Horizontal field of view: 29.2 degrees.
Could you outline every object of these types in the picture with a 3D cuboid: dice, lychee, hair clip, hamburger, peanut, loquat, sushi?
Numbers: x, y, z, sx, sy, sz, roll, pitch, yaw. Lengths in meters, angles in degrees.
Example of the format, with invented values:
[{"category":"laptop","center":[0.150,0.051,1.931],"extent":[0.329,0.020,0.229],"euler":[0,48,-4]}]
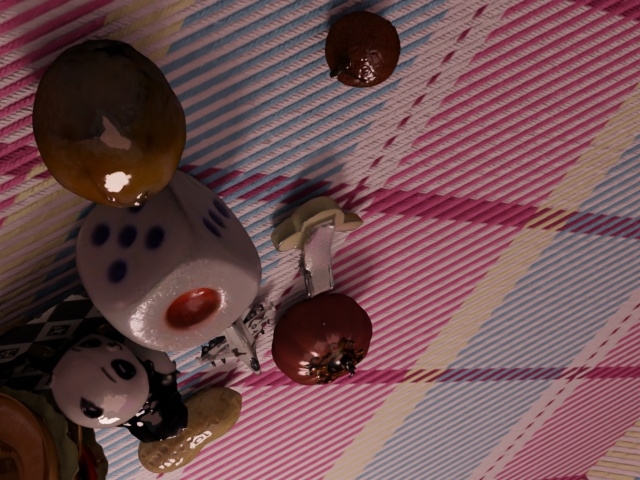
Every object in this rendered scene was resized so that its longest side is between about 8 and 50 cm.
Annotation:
[{"category":"dice","center":[-0.210,0.028,1.709],"extent":[0.194,0.192,0.193],"euler":[-43,143,14]},{"category":"lychee","center":[0.052,-0.254,1.629],"extent":[0.114,0.101,0.140],"euler":[-5,-175,41]},{"category":"hair clip","center":[0.002,-0.002,1.939],"extent":[0.159,0.071,0.218],"euler":[-26,151,-16]},{"category":"hamburger","center":[-0.442,0.352,1.811],"extent":[0.274,0.274,0.212],"euler":[-37,156,8]},{"category":"peanut","center":[-0.226,0.333,2.159],"extent":[0.214,0.090,0.098],"euler":[-38,133,10]},{"category":"loquat","center":[-0.257,-0.140,1.483],"extent":[0.179,0.179,0.227],"euler":[-29,143,-3]},{"category":"sushi","center":[-0.391,0.148,1.831],"extent":[0.292,0.059,0.294],"euler":[-33,155,20]}]

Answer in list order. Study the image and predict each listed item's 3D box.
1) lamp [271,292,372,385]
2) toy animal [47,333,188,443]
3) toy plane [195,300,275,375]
[{"category":"lamp","center":[0.006,0.176,2.101],"extent":[0.182,0.140,0.182],"euler":[-17,140,-14]},{"category":"toy animal","center":[-0.292,0.208,1.765],"extent":[0.179,0.166,0.138],"euler":[21,96,-56]},{"category":"toy plane","center":[-0.136,0.166,2.048],"extent":[0.160,0.082,0.234],"euler":[-37,161,-10]}]
